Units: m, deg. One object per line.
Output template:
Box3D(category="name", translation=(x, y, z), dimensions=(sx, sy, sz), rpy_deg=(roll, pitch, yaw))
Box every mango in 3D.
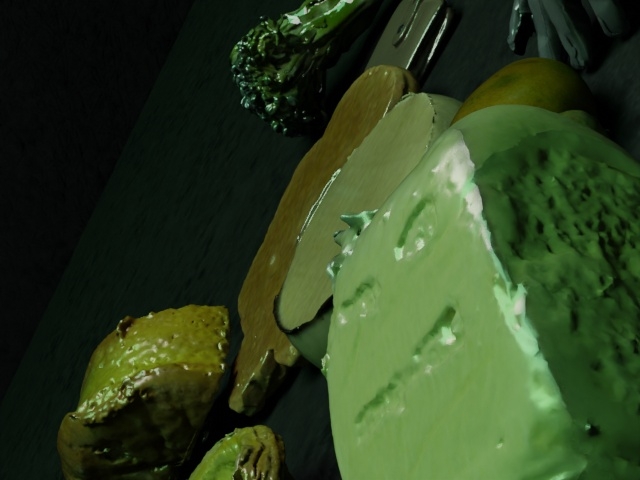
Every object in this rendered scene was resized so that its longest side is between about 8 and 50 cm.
Box3D(category="mango", translation=(0.151, -0.082, 1.135), dimensions=(0.111, 0.089, 0.163), rpy_deg=(2, 41, 34))

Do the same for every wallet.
Box3D(category="wallet", translation=(0.093, -0.212, 1.655), dimensions=(0.118, 0.038, 0.152), rpy_deg=(-62, 14, 3))

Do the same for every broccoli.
Box3D(category="broccoli", translation=(0.020, -0.261, 1.847), dimensions=(0.304, 0.145, 0.165), rpy_deg=(-48, 7, 8))

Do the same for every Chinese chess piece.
Box3D(category="Chinese chess piece", translation=(0.062, -0.002, 1.268), dimensions=(0.250, 0.103, 0.250), rpy_deg=(-54, 16, 24))

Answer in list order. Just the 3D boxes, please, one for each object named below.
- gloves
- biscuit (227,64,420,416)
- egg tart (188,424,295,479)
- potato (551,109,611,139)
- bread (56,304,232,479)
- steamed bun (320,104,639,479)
Box3D(category="gloves", translation=(0.233, -0.247, 1.181), dimensions=(0.142, 0.119, 0.285), rpy_deg=(-27, -25, -57))
Box3D(category="biscuit", translation=(0.004, 0.002, 1.531), dimensions=(0.376, 0.051, 0.269), rpy_deg=(-65, 17, 0))
Box3D(category="egg tart", translation=(-0.075, 0.253, 1.283), dimensions=(0.212, 0.090, 0.212), rpy_deg=(-54, 15, 21))
Box3D(category="potato", translation=(0.136, 0.018, 1.000), dimensions=(0.117, 0.090, 0.225), rpy_deg=(5, 71, 43))
Box3D(category="bread", translation=(-0.192, 0.178, 1.623), dimensions=(0.261, 0.147, 0.160), rpy_deg=(116, 166, -45))
Box3D(category="steamed bun", translation=(0.115, 0.072, 0.835), dimensions=(0.232, 0.166, 0.273), rpy_deg=(-60, 35, 41))
